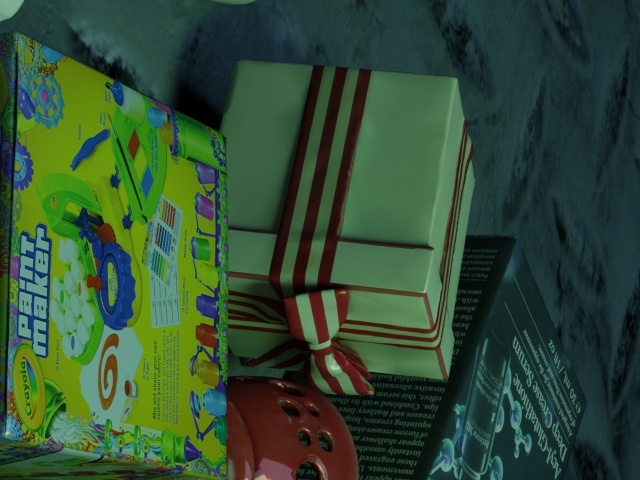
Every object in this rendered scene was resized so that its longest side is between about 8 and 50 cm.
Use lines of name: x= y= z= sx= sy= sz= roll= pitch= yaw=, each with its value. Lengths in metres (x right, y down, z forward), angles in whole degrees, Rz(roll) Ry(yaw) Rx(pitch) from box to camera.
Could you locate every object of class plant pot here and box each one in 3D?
plant pot: x=-0.090 y=0.212 z=1.617 sx=0.174 sy=0.191 sz=0.191 roll=14 pitch=78 yaw=-50

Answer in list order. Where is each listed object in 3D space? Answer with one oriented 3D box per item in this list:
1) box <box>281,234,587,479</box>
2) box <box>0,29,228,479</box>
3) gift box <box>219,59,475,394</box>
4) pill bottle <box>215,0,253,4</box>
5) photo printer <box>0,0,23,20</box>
box: x=0.108 y=0.232 z=1.931 sx=0.293 sy=0.212 sz=0.395 roll=62 pitch=41 yaw=-41
box: x=-0.215 y=0.032 z=1.360 sx=0.279 sy=0.177 sz=0.290 roll=25 pitch=60 yaw=-58
gift box: x=0.000 y=0.000 z=1.715 sx=0.255 sy=0.276 sz=0.258 roll=61 pitch=35 yaw=-61
pill bottle: x=-0.080 y=-0.314 z=1.723 sx=0.087 sy=0.087 sz=0.160 roll=31 pitch=64 yaw=-57
photo printer: x=-0.305 y=-0.288 z=1.171 sx=0.256 sy=0.107 sz=0.307 roll=44 pitch=20 yaw=-51
